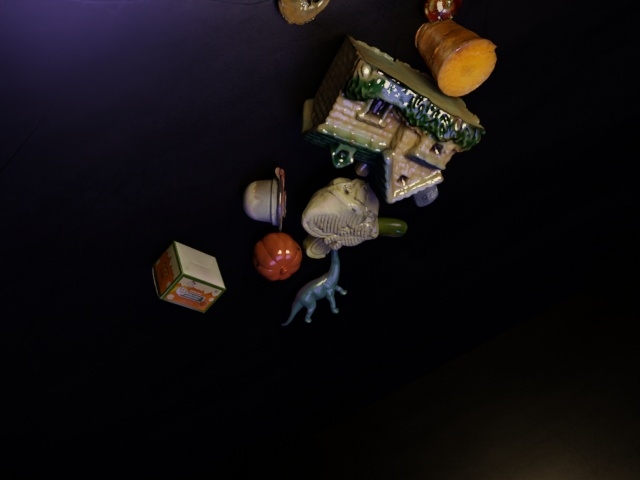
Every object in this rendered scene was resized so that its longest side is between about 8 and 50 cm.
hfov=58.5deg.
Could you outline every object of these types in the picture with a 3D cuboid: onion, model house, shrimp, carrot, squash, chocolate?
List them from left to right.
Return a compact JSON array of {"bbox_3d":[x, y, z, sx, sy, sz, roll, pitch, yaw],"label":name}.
[{"bbox_3d":[-0.192,-0.142,1.957,0.147,0.221,0.221,6,131,-7],"label":"chocolate"},{"bbox_3d":[-0.025,-0.708,1.569,0.173,0.058,0.253,3,133,-40],"label":"shrimp"},{"bbox_3d":[0.217,-0.055,2.314,0.332,0.087,0.087,1,130,-27],"label":"squash"},{"bbox_3d":[0.189,-0.339,1.789,0.445,0.395,0.400,19,122,-26],"label":"model house"},{"bbox_3d":[0.365,-0.718,1.725,0.117,0.118,0.118,-21,138,-14],"label":"onion"},{"bbox_3d":[0.398,-0.589,1.759,0.196,0.254,0.196,-13,139,-12],"label":"carrot"}]

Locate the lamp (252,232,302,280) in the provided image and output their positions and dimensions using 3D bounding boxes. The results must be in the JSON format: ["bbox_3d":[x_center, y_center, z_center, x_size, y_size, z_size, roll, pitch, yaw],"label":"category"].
[{"bbox_3d":[-0.161,0.067,2.169,0.188,0.164,0.187,-16,134,-17],"label":"lamp"}]

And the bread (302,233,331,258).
[{"bbox_3d":[0.000,0.000,2.263,0.117,0.064,0.156,19,119,-44],"label":"bread"}]

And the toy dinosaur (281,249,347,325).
[{"bbox_3d":[-0.041,0.177,2.409,0.383,0.129,0.331,-24,127,-3],"label":"toy dinosaur"}]

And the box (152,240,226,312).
[{"bbox_3d":[-0.475,0.135,2.055,0.148,0.177,0.195,-45,136,18],"label":"box"}]

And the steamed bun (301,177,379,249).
[{"bbox_3d":[0.075,-0.121,2.099,0.280,0.207,0.268,-17,140,28],"label":"steamed bun"}]

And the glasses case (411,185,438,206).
[{"bbox_3d":[0.388,-0.236,2.237,0.109,0.067,0.282,-32,139,0],"label":"glasses case"}]
